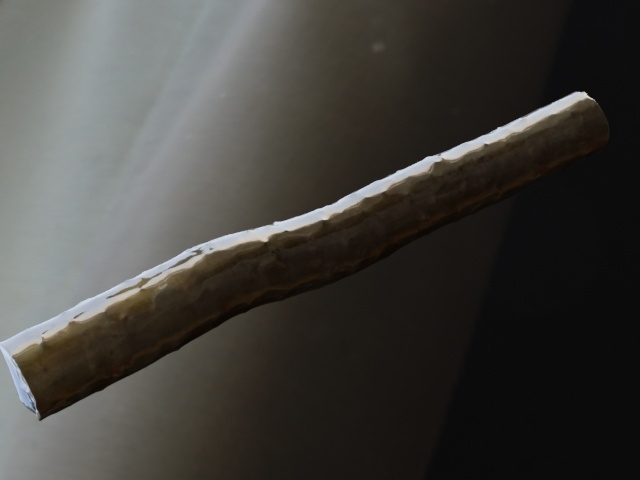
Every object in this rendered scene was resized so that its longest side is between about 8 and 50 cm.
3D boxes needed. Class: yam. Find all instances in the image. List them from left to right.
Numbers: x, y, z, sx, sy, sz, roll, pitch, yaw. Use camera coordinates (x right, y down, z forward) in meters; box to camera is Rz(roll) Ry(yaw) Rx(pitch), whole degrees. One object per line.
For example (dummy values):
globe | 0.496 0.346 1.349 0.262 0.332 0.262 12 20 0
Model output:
yam | 0.000 0.000 0.845 0.327 0.045 0.045 -25 -83 -20
